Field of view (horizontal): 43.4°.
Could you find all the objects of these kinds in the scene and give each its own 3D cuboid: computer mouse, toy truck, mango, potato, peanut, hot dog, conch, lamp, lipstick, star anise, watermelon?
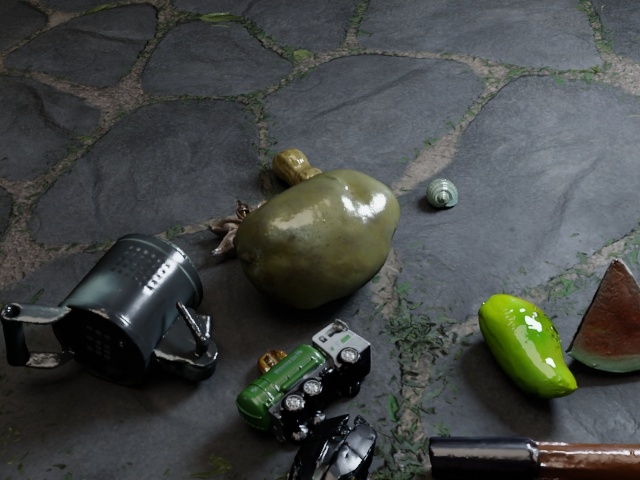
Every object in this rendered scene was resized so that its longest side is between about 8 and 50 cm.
[{"bbox_3d":[0.014,0.368,1.272,0.146,0.078,0.242,11,45,17],"label":"computer mouse"},{"bbox_3d":[-0.025,0.246,1.392,0.242,0.101,0.125,-35,50,-30],"label":"toy truck"},{"bbox_3d":[0.365,0.186,1.405,0.125,0.111,0.233,-25,46,-13],"label":"mango"},{"bbox_3d":[0.000,0.000,1.568,0.326,0.221,0.243,-34,87,-27],"label":"potato"},{"bbox_3d":[-0.048,-0.157,1.858,0.089,0.089,0.193,-28,45,-22],"label":"peanut"},{"bbox_3d":[-0.082,0.232,1.466,0.058,0.035,0.083,-25,45,-16],"label":"hot dog"},{"bbox_3d":[0.273,-0.111,1.792,0.076,0.057,0.085,4,42,-8],"label":"conch"},{"bbox_3d":[-0.361,0.117,1.500,0.374,0.205,0.272,11,47,-5],"label":"lamp"},{"bbox_3d":[0.378,0.346,1.249,0.418,0.077,0.077,1,42,6],"label":"lipstick"},{"bbox_3d":[-0.157,-0.015,1.738,0.171,0.063,0.208,-14,45,-3],"label":"star anise"},{"bbox_3d":[0.507,0.130,1.429,0.207,0.202,0.136,-17,3,-15],"label":"watermelon"}]
